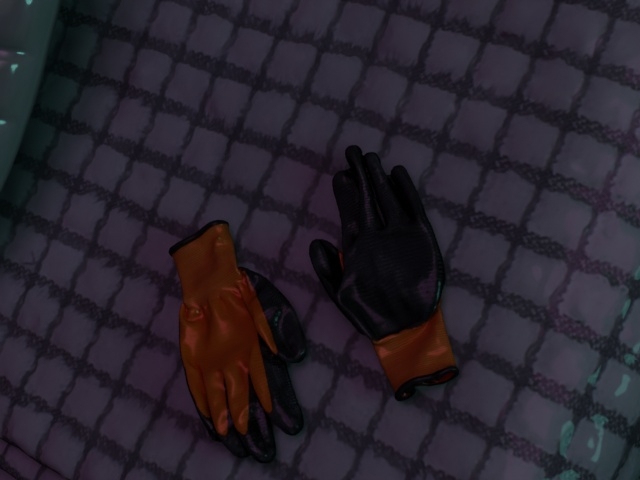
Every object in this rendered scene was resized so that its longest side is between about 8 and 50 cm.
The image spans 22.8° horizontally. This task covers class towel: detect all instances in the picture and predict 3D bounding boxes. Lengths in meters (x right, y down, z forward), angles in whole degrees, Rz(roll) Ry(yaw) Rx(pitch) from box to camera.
[{"bbox_3d":[0.000,0.000,0.518,0.283,0.121,0.235,20,84,34],"label":"towel"}]

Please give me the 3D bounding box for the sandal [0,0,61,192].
[{"bbox_3d":[-0.139,-0.118,0.502,0.169,0.102,0.416,27,100,1],"label":"sandal"}]

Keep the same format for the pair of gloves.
[{"bbox_3d":[-0.004,0.017,0.435,0.083,0.010,0.074,-26,62,20],"label":"pair of gloves"}]
